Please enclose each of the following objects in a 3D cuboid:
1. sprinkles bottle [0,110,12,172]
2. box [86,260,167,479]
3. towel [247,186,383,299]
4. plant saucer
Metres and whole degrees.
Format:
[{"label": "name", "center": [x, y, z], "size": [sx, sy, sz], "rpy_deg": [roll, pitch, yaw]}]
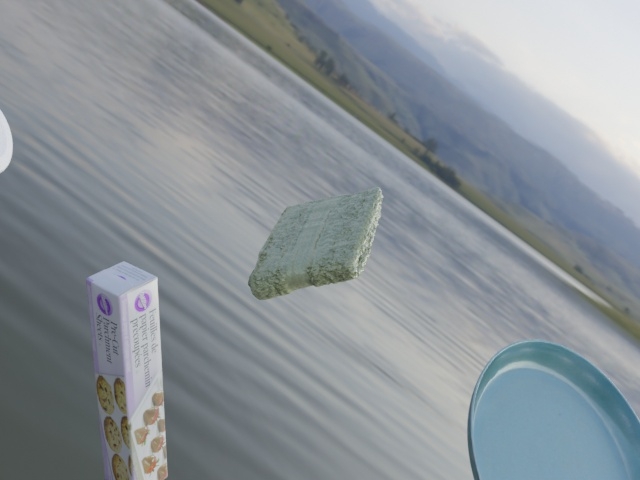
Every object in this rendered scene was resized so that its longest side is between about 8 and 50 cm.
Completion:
[{"label": "sprinkles bottle", "center": [-0.637, -0.121, 1.206], "size": [0.121, 0.356, 0.121], "rpy_deg": [-11, 90, -74]}, {"label": "box", "center": [-0.245, 0.186, 1.048], "size": [0.067, 0.323, 0.063], "rpy_deg": [22, 33, 30]}, {"label": "towel", "center": [0.000, 0.000, 0.739], "size": [0.148, 0.110, 0.027], "rpy_deg": [-69, 142, -57]}, {"label": "plant saucer", "center": [0.294, 0.275, 0.994], "size": [0.318, 0.044, 0.317], "rpy_deg": [19, 53, -26]}]
